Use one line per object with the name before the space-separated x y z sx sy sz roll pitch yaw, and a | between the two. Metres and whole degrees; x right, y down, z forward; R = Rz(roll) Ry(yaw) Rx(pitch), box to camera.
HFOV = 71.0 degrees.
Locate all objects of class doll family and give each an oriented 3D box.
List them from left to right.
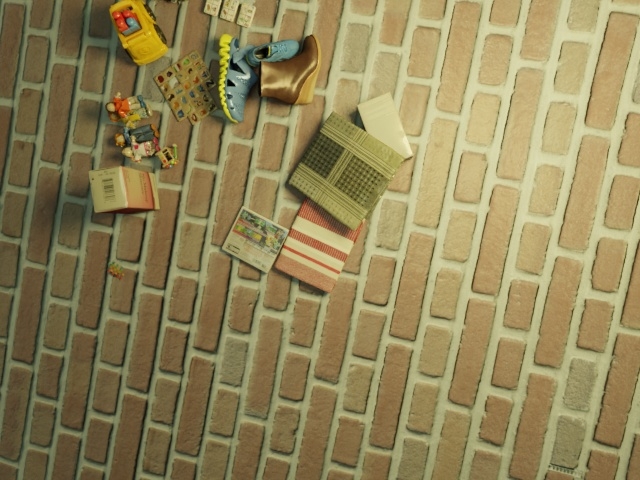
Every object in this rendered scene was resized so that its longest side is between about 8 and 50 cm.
doll family | -0.709 -0.425 1.697 0.164 0.118 0.262 -12 109 2

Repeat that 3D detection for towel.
towel | 0.000 0.000 1.643 0.237 0.037 0.328 25 94 8
towel | 0.085 -0.236 1.557 0.324 0.056 0.312 39 107 16

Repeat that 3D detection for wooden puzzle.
wooden puzzle | -0.809 0.115 1.773 0.083 0.006 0.049 30 96 6

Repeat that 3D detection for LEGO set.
LEGO set | -0.305 -0.928 1.648 0.183 0.060 0.244 20 103 2

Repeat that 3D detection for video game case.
video game case | -0.243 -0.003 1.682 0.202 0.023 0.183 28 96 7

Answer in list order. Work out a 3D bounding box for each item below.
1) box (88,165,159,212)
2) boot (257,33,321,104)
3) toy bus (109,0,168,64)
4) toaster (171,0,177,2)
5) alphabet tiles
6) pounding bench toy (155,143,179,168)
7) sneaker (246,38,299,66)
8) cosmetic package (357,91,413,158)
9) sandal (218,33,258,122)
box | -0.705 -0.177 1.631 0.127 0.232 0.148 -8 91 8
boot | -0.109 -0.604 1.557 0.207 0.090 0.248 1 101 -31
toy bus | -0.680 -0.779 1.609 0.150 0.211 0.220 -25 87 4
toaster | -0.574 -0.977 1.640 0.168 0.110 0.185 8 94 7
alphabet tiles | -0.493 -0.568 1.699 0.198 0.009 0.237 -30 89 8
pounding bench toy | -0.565 -0.318 1.697 0.083 0.052 0.065 -33 88 8
sneaker | -0.156 -0.661 1.575 0.210 0.082 0.069 -25 107 -22
cosmetic package | 0.225 -0.375 1.562 0.127 0.107 0.237 -19 93 9
sandal | -0.290 -0.584 1.616 0.139 0.126 0.316 0 94 4
